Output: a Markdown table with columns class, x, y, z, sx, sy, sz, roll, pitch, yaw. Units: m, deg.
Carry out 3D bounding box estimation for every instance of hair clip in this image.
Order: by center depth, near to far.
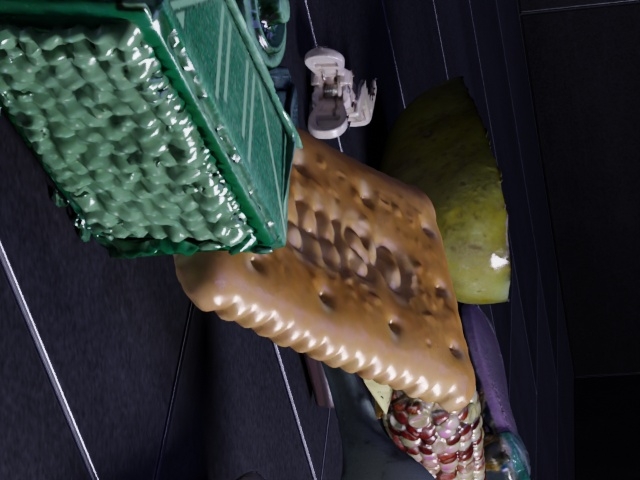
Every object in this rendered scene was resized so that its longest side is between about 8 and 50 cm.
| class | x | y | z | sx | sy | sz | roll | pitch | yaw |
| --- | --- | --- | --- | --- | --- | --- | --- | --- | --- |
| hair clip | 0.021 | -0.113 | 1.582 | 0.226 | 0.034 | 0.072 | 11 | 79 | -80 |
| hair clip | 0.201 | 0.179 | 2.277 | 0.095 | 0.110 | 0.359 | -55 | -164 | 30 |

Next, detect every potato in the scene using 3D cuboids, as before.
| class | x | y | z | sx | sy | sz | roll | pitch | yaw |
| --- | --- | --- | --- | --- | --- | --- | --- | --- | --- |
| potato | 0.107 | -0.037 | 1.780 | 0.272 | 0.111 | 0.160 | -103 | -172 | -55 |

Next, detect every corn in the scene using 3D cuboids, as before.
| class | x | y | z | sx | sy | sz | roll | pitch | yaw |
| --- | --- | --- | --- | --- | --- | --- | --- | --- | --- |
| corn | 0.111 | 0.214 | 1.777 | 0.092 | 0.092 | 0.280 | -83 | 167 | -46 |

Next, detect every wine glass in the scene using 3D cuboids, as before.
| class | x | y | z | sx | sy | sz | roll | pitch | yaw |
| --- | --- | --- | --- | --- | --- | --- | --- | --- | --- |
| wine glass | -0.013 | 0.127 | 1.062 | 0.264 | 0.096 | 0.309 | 10 | 54 | -57 |

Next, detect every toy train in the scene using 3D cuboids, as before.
| class | x | y | z | sx | sy | sz | roll | pitch | yaw |
| --- | --- | --- | --- | --- | --- | --- | --- | --- | --- |
| toy train | -0.085 | -0.100 | 0.866 | 0.269 | 0.115 | 0.154 | 64 | 32 | -61 |

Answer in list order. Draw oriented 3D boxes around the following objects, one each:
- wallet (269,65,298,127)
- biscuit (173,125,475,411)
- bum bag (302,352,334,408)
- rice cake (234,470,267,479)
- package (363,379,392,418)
| class | x | y | z | sx | sy | sz | roll | pitch | yaw |
| --- | --- | --- | --- | --- | --- | --- | --- | --- | --- |
| wallet | -0.029 | -0.058 | 1.321 | 0.088 | 0.026 | 0.129 | -18 | 104 | -78 |
| biscuit | 0.001 | 0.000 | 1.074 | 0.249 | 0.030 | 0.160 | 26 | 43 | -45 |
| bum bag | 0.004 | 0.039 | 1.449 | 0.159 | 0.026 | 0.109 | -82 | 162 | -48 |
| rice cake | -0.061 | 0.171 | 0.998 | 0.052 | 0.057 | 0.256 | 66 | 11 | 1 |
| package | 0.050 | 0.082 | 1.652 | 0.121 | 0.031 | 0.108 | 78 | 13 | -55 |
